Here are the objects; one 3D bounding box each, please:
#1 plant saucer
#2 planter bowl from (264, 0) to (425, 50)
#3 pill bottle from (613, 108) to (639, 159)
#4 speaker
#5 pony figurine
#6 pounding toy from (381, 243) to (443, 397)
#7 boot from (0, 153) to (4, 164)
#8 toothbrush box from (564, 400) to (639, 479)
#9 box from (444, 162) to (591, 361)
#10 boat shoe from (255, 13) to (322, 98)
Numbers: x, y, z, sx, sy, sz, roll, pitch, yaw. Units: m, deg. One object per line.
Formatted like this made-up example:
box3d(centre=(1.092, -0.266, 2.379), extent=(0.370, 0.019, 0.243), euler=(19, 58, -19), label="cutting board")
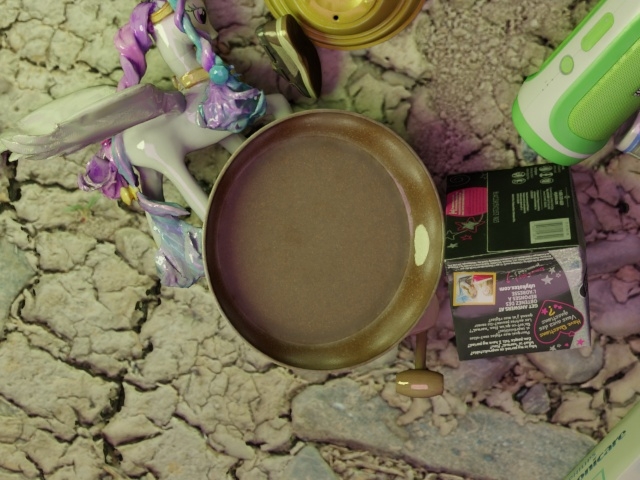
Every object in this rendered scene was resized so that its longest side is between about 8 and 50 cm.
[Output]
box3d(centre=(0.000, 0.000, 1.874), extent=(0.310, 0.050, 0.311), euler=(-1, 94, -24), label="plant saucer")
box3d(centre=(0.024, -0.314, 1.866), extent=(0.217, 0.090, 0.217), euler=(2, 115, 4), label="planter bowl")
box3d(centre=(0.433, -0.118, 1.921), extent=(0.137, 0.078, 0.078), euler=(25, 115, -6), label="pill bottle")
box3d(centre=(0.350, -0.218, 1.827), extent=(0.131, 0.131, 0.296), euler=(33, 129, -10), label="speaker")
box3d(centre=(-0.196, -0.129, 1.905), extent=(0.351, 0.303, 0.363), euler=(-34, 106, -14), label="pony figurine")
box3d(centre=(0.065, 0.072, 2.013), extent=(0.154, 0.155, 0.270), euler=(-7, 83, -2), label="pounding toy")
box3d(centre=(-0.533, -0.083, 2.026), extent=(0.258, 0.095, 0.123), euler=(-27, 103, 16), label="boot")
box3d(centre=(0.503, 0.361, 2.112), extent=(0.295, 0.126, 0.216), euler=(36, 113, -9), label="toothbrush box")
box3d(centre=(0.238, 0.023, 1.913), extent=(0.163, 0.247, 0.142), euler=(-7, 116, 9), label="box")
box3d(centre=(-0.037, -0.221, 1.909), extent=(0.049, 0.056, 0.152), euler=(-3, 150, 17), label="boat shoe")
